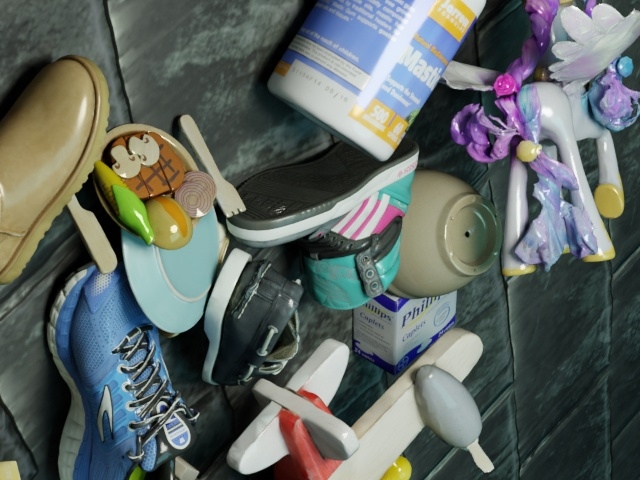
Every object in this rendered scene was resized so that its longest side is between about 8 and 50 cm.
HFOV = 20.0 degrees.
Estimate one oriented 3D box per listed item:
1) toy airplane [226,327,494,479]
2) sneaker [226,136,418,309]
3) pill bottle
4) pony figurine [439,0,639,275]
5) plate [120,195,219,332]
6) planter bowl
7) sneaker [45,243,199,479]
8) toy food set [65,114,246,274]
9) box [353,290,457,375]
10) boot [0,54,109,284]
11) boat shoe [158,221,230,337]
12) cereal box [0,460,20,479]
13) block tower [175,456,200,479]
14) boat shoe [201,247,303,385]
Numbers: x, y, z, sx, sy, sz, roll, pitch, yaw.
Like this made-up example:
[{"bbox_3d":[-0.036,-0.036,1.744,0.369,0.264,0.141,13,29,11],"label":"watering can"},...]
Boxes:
[{"bbox_3d":[0.037,0.298,2.127,0.384,0.272,0.386,-16,138,-60],"label":"toy airplane"},{"bbox_3d":[0.000,0.000,2.013,0.295,0.124,0.178,-25,127,-46],"label":"sneaker"},{"bbox_3d":[0.076,-0.232,1.870,0.272,0.152,0.152,-58,151,1],"label":"pill bottle"},{"bbox_3d":[0.249,-0.151,2.068,0.351,0.302,0.363,-19,102,-66],"label":"pony figurine"},{"bbox_3d":[-0.139,-0.002,1.792,0.188,0.024,0.188,15,73,-63],"label":"plate"},{"bbox_3d":[0.147,-0.008,2.166,0.162,0.109,0.162,-1,91,-40],"label":"planter bowl"},{"bbox_3d":[-0.182,0.150,1.829,0.130,0.147,0.330,-32,134,-39],"label":"sneaker"},{"bbox_3d":[-0.156,-0.054,1.719,0.192,0.132,0.038,-27,176,-43],"label":"toy food set"},{"bbox_3d":[0.108,0.077,2.289,0.126,0.072,0.137,-39,145,-32],"label":"box"},{"bbox_3d":[-0.314,-0.065,1.500,0.269,0.089,0.236,11,107,-58],"label":"boot"},{"bbox_3d":[-0.131,0.042,1.913,0.045,0.050,0.135,11,107,-54],"label":"boat shoe"},{"bbox_3d":[-0.319,0.365,1.808,0.047,0.173,0.240,-2,125,-20],"label":"cereal box"},{"bbox_3d":[-0.246,0.378,2.010,0.335,0.091,0.097,-58,151,-1],"label":"block tower"},{"bbox_3d":[-0.068,0.104,1.949,0.302,0.091,0.114,90,25,-73],"label":"boat shoe"}]
